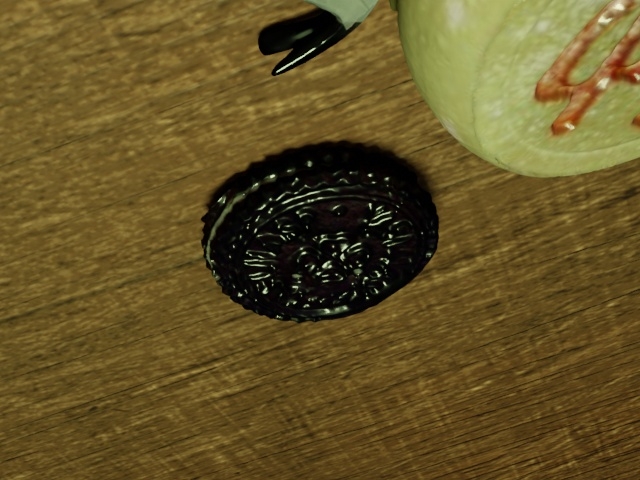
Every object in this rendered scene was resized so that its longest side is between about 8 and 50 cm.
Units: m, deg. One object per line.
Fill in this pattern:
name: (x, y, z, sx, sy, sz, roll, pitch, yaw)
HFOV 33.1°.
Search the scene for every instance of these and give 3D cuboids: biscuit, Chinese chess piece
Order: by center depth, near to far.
Chinese chess piece: (0.177, -0.156, 0.639, 0.270, 0.112, 0.270, -17, 148, -11)
biscuit: (0.000, 0.000, 0.862, 0.195, 0.053, 0.194, -8, 141, -6)

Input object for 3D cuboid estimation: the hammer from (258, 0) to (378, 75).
hammer: (-0.155, -0.187, 0.594, 0.427, 0.044, 0.152, 8, 139, -23)
